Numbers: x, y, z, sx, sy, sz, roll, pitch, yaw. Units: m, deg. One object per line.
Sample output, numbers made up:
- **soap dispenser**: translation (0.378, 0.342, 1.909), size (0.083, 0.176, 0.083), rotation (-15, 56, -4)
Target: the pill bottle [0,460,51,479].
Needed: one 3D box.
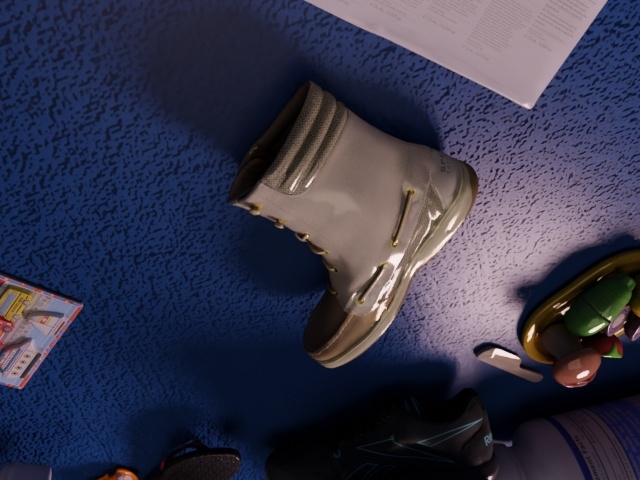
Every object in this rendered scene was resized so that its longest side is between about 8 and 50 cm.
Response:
- **pill bottle**: translation (-0.409, 0.241, 0.450), size (0.302, 0.169, 0.169), rotation (20, 120, -25)

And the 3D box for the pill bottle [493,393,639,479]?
- **pill bottle**: translation (0.341, 0.291, 0.665), size (0.272, 0.152, 0.152), rotation (-13, 129, -3)

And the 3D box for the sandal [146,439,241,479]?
- **sandal**: translation (-0.156, 0.263, 0.612), size (0.067, 0.040, 0.179), rotation (32, 129, -25)

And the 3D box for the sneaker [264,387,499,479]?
- **sneaker**: translation (0.067, 0.231, 0.614), size (0.268, 0.101, 0.106), rotation (-7, 101, -1)

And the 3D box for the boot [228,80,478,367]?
- **boot**: translation (0.000, 0.000, 0.415), size (0.165, 0.077, 0.213), rotation (22, 115, -27)

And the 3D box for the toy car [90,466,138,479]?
- **toy car**: translation (-0.234, 0.320, 0.631), size (0.060, 0.040, 0.122), rotation (-15, 128, -1)

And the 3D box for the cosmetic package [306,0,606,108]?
- **cosmetic package**: translation (0.052, -0.170, 0.304), size (0.239, 0.060, 0.098), rotation (17, 124, -24)

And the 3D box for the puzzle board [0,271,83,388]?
- **puzzle board**: translation (-0.280, 0.079, 0.454), size (0.096, 0.011, 0.128), rotation (30, 116, -30)

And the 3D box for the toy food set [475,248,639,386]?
- **toy food set**: translation (0.295, 0.107, 0.565), size (0.128, 0.071, 0.218), rotation (33, 114, -31)
